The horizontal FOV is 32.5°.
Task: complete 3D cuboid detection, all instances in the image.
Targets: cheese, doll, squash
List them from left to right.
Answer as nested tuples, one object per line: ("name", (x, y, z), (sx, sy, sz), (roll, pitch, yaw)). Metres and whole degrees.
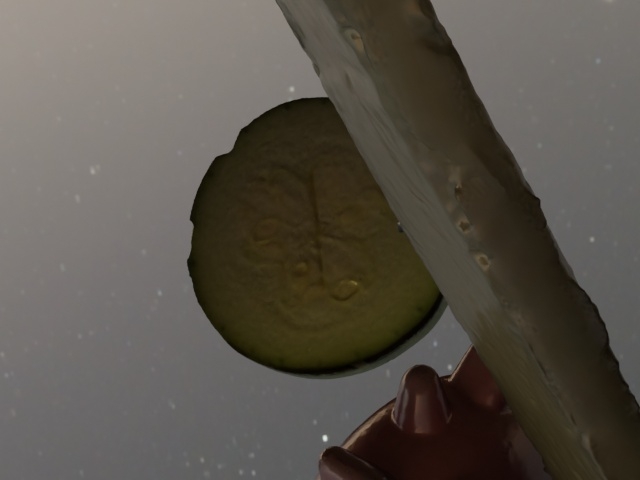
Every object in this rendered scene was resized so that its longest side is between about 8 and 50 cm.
("squash", (0.001, 0.001, 0.845), (0.219, 0.219, 0.041), (-4, 168, 18))
("doll", (0.042, 0.150, 0.504), (0.093, 0.211, 0.262), (22, -134, 38))
("cheese", (0.080, 0.041, 0.406), (0.034, 0.400, 0.085), (-36, -150, -4))
